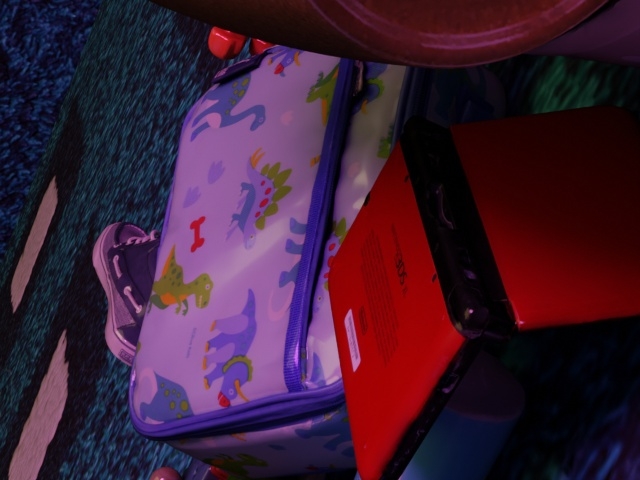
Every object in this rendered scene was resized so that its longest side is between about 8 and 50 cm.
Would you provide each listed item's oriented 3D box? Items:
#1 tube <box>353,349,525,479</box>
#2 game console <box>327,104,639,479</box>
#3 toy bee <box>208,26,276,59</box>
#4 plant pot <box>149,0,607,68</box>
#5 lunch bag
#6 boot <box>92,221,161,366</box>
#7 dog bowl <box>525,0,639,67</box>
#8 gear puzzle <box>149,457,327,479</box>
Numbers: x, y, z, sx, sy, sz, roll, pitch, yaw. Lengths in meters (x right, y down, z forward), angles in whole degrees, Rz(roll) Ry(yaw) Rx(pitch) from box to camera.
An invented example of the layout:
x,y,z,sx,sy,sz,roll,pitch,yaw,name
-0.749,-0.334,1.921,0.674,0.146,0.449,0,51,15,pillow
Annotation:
x,y,z,sx,sy,sz,roll,pitch,yaw,name
0.024,0.137,0.636,0.080,0.052,0.207,-76,7,-60,tube
0.069,0.017,0.559,0.144,0.085,0.124,-99,33,-59,game console
0.001,-0.163,0.787,0.298,0.195,0.162,-115,35,-71,toy bee
-0.006,-0.156,0.447,0.237,0.237,0.254,-64,32,20,plant pot
0.000,0.000,0.724,0.176,0.090,0.219,-13,56,43,lunch bag
-0.142,0.022,1.261,0.086,0.069,0.190,-55,30,23,boot
0.163,-0.209,0.489,0.349,0.102,0.349,-160,90,-74,dog bowl
-0.055,0.164,0.809,0.339,0.044,0.175,-124,55,-74,gear puzzle
